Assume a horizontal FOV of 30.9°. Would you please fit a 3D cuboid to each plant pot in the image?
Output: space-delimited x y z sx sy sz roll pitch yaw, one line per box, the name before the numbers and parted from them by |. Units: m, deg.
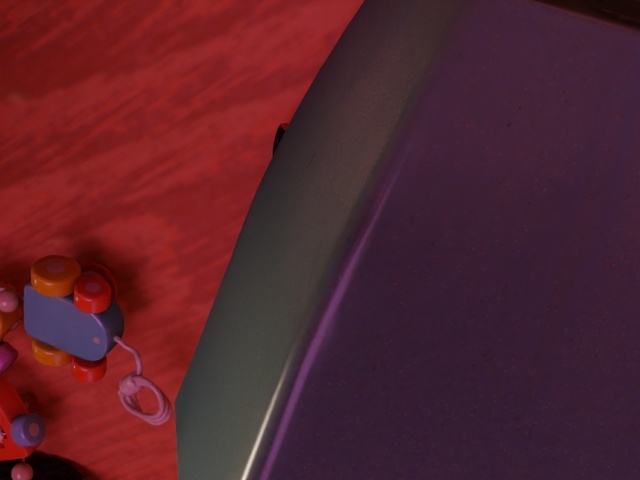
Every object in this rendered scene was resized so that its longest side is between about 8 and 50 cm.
plant pot | 0.057 0.020 0.430 0.165 0.165 0.234 14 112 -13

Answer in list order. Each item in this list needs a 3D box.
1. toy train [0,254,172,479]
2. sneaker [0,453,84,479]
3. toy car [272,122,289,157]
toy train | -0.151 0.066 0.640 0.166 0.046 0.125 -18 108 34
sneaker | -0.272 0.190 0.721 0.283 0.110 0.122 12 123 18
toy car | 0.000 0.000 0.553 0.040 0.060 0.122 -14 139 -16
